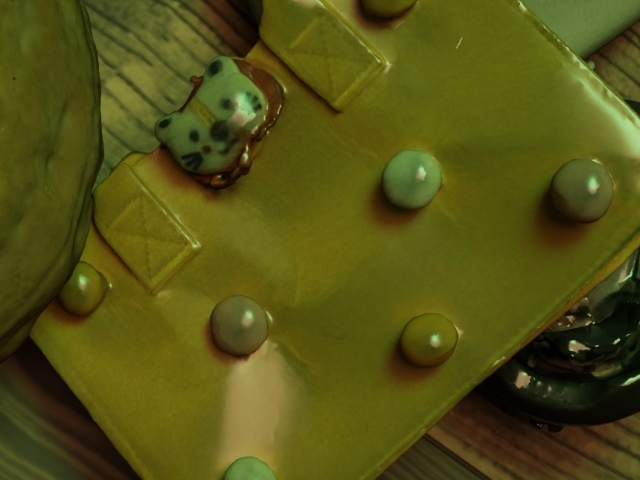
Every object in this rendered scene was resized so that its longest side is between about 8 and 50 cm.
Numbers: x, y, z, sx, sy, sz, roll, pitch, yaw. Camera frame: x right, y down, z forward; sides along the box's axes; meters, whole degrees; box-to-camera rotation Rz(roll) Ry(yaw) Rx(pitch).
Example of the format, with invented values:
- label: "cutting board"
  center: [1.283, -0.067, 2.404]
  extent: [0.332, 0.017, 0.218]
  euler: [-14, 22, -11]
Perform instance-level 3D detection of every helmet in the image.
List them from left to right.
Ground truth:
- label: "helmet"
  center: [0.201, 0.028, 0.909]
  extent: [0.198, 0.154, 0.253]
  euler: [12, 55, 14]

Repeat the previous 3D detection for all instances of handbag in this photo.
- label: "handbag"
  center: [0.000, 0.000, 0.783]
  extent: [0.401, 0.133, 0.283]
  euler: [-42, 79, 9]

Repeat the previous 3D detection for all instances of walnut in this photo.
- label: "walnut"
  center: [-0.284, -0.079, 0.720]
  extent: [0.306, 0.306, 0.344]
  euler: [9, 62, -14]

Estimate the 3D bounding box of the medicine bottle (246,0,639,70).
- label: "medicine bottle"
  center: [0.123, -0.235, 0.946]
  extent: [0.375, 0.123, 0.282]
  euler: [-35, 109, -23]
